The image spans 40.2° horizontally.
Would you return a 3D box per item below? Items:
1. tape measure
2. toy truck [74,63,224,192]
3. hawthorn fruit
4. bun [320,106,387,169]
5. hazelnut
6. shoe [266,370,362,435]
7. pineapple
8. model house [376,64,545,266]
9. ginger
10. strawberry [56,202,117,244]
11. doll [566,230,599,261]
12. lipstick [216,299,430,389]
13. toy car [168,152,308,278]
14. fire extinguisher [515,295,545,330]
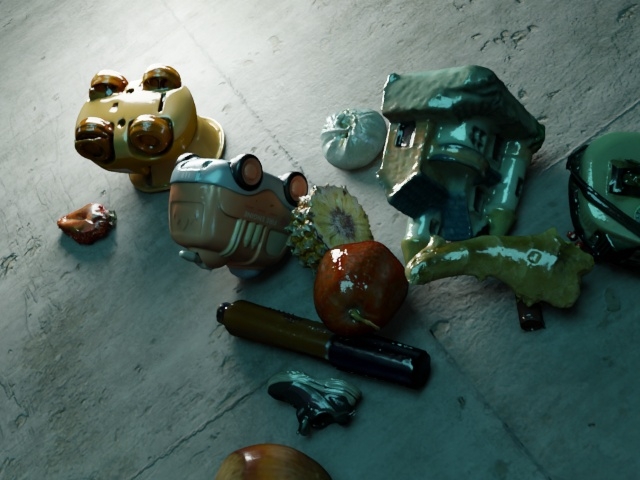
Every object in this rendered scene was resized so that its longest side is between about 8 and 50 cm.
[{"bbox_3d":[0.488,-0.054,1.365,0.207,0.115,0.235,5,69,-1],"label":"tape measure"},{"bbox_3d":[-0.371,-0.238,1.868,0.287,0.212,0.204,-6,56,17],"label":"toy truck"},{"bbox_3d":[0.058,0.094,1.425,0.162,0.163,0.203,-8,27,20],"label":"hawthorn fruit"},{"bbox_3d":[0.062,-0.210,1.731,0.140,0.083,0.141,-10,57,16],"label":"bun"},{"bbox_3d":[-0.066,0.411,1.321,0.214,0.176,0.214,3,62,-6],"label":"hazelnut"},{"bbox_3d":[-0.018,0.277,1.454,0.169,0.071,0.099,3,63,22],"label":"shoe"},{"bbox_3d":[-0.003,-0.001,1.597,0.136,0.161,0.176,-31,79,40],"label":"pineapple"},{"bbox_3d":[0.224,-0.088,1.477,0.194,0.267,0.325,3,72,41],"label":"model house"},{"bbox_3d":[0.283,0.046,1.396,0.294,0.086,0.131,-3,82,8],"label":"ginger"},{"bbox_3d":[-0.514,-0.042,1.906,0.152,0.048,0.104,0,55,21],"label":"strawberry"},{"bbox_3d":[0.463,-0.046,1.451,0.109,0.057,0.169,16,63,26],"label":"doll"},{"bbox_3d":[-0.008,0.172,1.512,0.418,0.077,0.077,12,65,32],"label":"lipstick"},{"bbox_3d":[-0.158,-0.041,1.624,0.180,0.270,0.213,5,82,41],"label":"toy car"},{"bbox_3d":[0.338,0.082,1.437,0.056,0.039,0.132,6,55,-10],"label":"fire extinguisher"}]
